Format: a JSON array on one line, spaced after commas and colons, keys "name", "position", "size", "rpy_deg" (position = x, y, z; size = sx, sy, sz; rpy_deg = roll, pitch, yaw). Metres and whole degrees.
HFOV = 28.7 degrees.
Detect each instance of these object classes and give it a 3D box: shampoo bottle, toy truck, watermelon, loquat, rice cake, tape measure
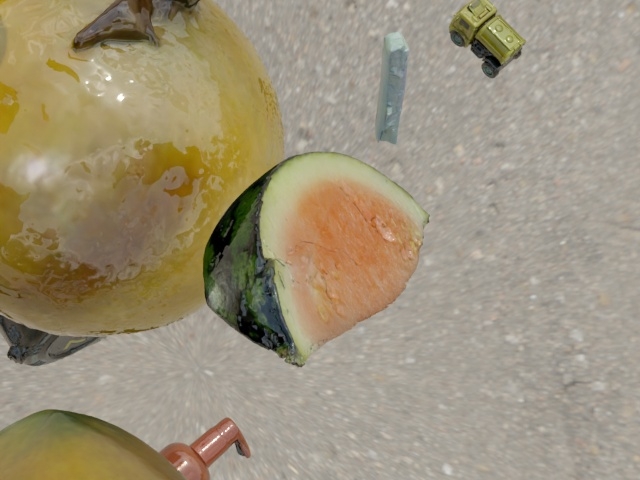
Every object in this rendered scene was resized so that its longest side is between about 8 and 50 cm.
[{"name": "shampoo bottle", "position": [-0.199, 0.318, 1.605], "size": [0.244, 0.085, 0.085], "rpy_deg": [-37, 89, -22]}, {"name": "toy truck", "position": [0.184, -0.230, 1.388], "size": [0.049, 0.054, 0.083], "rpy_deg": [-40, 82, -19]}, {"name": "watermelon", "position": [-0.002, 0.005, 0.796], "size": [0.119, 0.245, 0.063], "rpy_deg": [42, 118, 3]}, {"name": "loquat", "position": [-0.179, -0.102, 1.013], "size": [0.328, 0.328, 0.359], "rpy_deg": [29, 125, -2]}, {"name": "rice cake", "position": [0.091, -0.188, 1.600], "size": [0.030, 0.180, 0.042], "rpy_deg": [-9, 53, -9]}, {"name": "tape measure", "position": [-0.294, 0.059, 1.460], "size": [0.112, 0.199, 0.186], "rpy_deg": [50, 40, 12]}]

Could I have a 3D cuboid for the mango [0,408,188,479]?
[{"name": "mango", "position": [-0.058, 0.141, 0.347], "size": [0.120, 0.221, 0.152], "rpy_deg": [-1, 107, -24]}]
